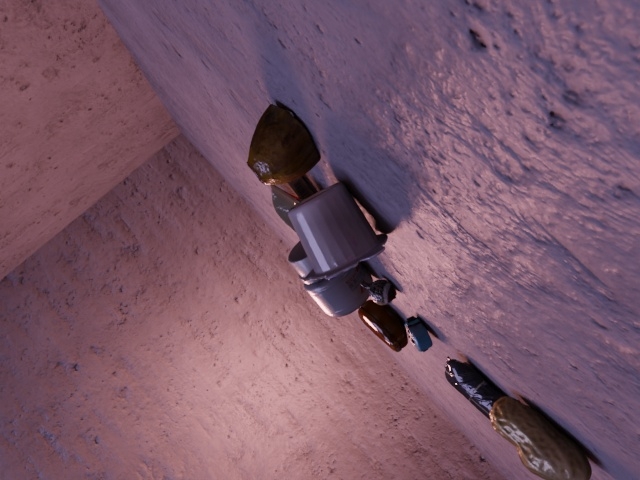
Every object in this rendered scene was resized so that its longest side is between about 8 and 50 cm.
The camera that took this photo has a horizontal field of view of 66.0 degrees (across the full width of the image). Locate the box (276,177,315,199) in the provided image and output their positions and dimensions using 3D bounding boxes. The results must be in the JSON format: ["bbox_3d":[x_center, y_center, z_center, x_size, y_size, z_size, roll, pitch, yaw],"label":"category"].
[{"bbox_3d":[-0.126,-0.213,1.884,0.214,0.069,0.353,52,172,-27],"label":"box"}]

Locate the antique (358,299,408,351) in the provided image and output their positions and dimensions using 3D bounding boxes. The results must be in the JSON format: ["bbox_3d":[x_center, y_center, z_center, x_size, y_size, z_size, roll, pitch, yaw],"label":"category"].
[{"bbox_3d":[0.289,0.379,2.257,0.278,0.129,0.223,40,168,42],"label":"antique"}]

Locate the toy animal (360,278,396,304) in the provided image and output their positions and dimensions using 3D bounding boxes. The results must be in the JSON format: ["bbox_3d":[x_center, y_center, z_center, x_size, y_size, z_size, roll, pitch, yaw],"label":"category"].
[{"bbox_3d":[0.219,0.184,1.826,0.137,0.098,0.098,31,176,-15],"label":"toy animal"}]

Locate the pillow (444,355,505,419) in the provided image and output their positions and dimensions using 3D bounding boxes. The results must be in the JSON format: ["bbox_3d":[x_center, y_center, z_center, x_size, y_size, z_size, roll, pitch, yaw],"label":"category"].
[{"bbox_3d":[0.567,0.538,1.716,0.335,0.092,0.161,42,166,30],"label":"pillow"}]

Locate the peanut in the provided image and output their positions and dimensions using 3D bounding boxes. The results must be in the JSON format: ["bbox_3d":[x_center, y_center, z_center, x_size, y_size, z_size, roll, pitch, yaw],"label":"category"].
[{"bbox_3d":[0.635,0.591,1.451,0.313,0.152,0.152,44,171,38],"label":"peanut"}]

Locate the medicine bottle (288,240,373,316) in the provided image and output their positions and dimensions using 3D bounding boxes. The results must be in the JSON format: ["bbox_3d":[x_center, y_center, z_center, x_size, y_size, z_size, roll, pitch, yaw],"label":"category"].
[{"bbox_3d":[0.039,0.126,1.961,0.306,0.245,0.245,51,171,-22],"label":"medicine bottle"}]

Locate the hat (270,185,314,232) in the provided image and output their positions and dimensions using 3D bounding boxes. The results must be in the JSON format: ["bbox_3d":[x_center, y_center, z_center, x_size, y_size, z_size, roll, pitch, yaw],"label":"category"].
[{"bbox_3d":[-0.058,-0.128,1.692,0.245,0.149,0.214,53,162,26],"label":"hat"}]

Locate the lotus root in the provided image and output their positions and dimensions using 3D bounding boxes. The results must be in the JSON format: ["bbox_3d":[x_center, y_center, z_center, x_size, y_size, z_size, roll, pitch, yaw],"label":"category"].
[{"bbox_3d":[-0.129,-0.249,1.353,0.199,0.180,0.188,40,173,38],"label":"lotus root"}]

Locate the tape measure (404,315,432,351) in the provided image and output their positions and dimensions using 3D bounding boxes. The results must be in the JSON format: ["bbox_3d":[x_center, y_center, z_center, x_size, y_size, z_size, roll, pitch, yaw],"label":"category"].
[{"bbox_3d":[0.377,0.361,1.890,0.125,0.081,0.146,63,179,36],"label":"tape measure"}]

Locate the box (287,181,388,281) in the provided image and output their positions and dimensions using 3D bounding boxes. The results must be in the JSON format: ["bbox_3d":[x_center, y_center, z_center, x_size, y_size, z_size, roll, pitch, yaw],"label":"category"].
[{"bbox_3d":[0.036,-0.035,1.353,0.206,0.262,0.291,59,160,-8],"label":"box"}]
